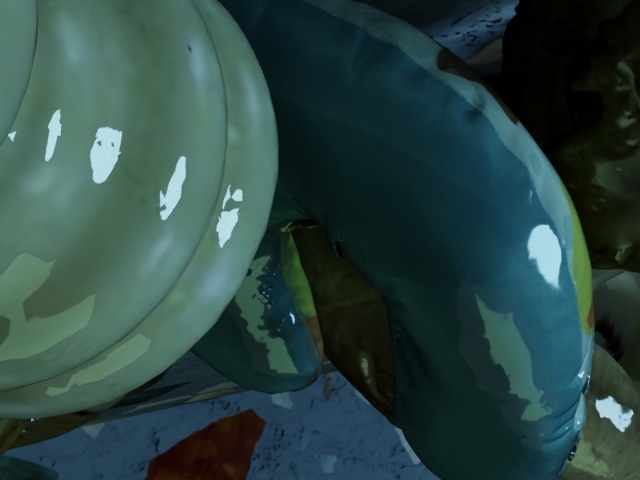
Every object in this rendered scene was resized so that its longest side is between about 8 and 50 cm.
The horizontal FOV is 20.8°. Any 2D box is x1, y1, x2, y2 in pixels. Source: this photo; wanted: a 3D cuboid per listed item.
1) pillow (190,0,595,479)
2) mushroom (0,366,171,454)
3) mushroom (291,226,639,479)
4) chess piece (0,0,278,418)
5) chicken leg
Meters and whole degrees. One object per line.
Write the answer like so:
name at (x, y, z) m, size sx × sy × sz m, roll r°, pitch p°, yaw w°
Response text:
pillow at (0.000, 0.000, 0.670) m, size 0.233 × 0.214 × 0.086 m, roll 20°, pitch -136°, yaw 30°
mushroom at (-0.191, 0.044, 0.879) m, size 0.253 × 0.153 × 0.253 m, roll -13°, pitch 169°, yaw -3°
mushroom at (0.076, 0.014, 0.850) m, size 0.146 × 0.278 × 0.278 m, roll -49°, pitch 155°, yaw 23°
chess piece at (-0.132, -0.048, 0.456) m, size 0.167 × 0.167 × 0.299 m, roll -15°, pitch 165°, yaw 13°
chicken leg at (0.188, -0.100, 0.634) m, size 0.211 × 0.140 × 0.361 m, roll -29°, pitch 174°, yaw -47°
